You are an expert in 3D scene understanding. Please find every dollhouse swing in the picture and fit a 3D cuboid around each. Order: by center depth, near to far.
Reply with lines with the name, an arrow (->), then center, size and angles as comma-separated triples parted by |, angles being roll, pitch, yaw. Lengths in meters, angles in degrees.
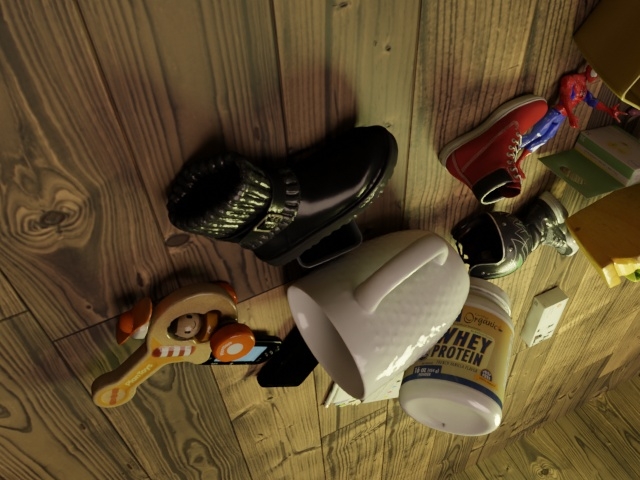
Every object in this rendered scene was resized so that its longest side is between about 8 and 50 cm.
dollhouse swing -> 0.827, 0.006, 1.455 | 0.347, 0.315, 0.305 | -32, 117, 16

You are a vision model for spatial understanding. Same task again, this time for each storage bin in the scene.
storage bin -> 0.000, 0.000, 1.213 | 0.135, 0.098, 0.091 | -23, 170, -14

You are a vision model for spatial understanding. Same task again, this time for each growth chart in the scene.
growth chart -> 0.117, 0.446, 1.839 | 0.237, 0.021, 0.172 | -4, 134, -33

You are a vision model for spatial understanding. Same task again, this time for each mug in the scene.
mug -> 0.144, 0.108, 1.252 | 0.328, 0.276, 0.374 | -31, 161, -19

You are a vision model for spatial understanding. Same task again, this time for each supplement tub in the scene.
supplement tub -> 0.323, 0.263, 1.423 | 0.228, 0.316, 0.228 | 14, 146, 10

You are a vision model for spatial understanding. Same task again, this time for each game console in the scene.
game console -> -0.132, 0.271, 1.445 | 0.361, 0.044, 0.213 | 11, 125, -42

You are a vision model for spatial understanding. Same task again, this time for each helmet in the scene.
helmet -> 0.416, 0.010, 1.461 | 0.162, 0.169, 0.169 | -30, 146, 22

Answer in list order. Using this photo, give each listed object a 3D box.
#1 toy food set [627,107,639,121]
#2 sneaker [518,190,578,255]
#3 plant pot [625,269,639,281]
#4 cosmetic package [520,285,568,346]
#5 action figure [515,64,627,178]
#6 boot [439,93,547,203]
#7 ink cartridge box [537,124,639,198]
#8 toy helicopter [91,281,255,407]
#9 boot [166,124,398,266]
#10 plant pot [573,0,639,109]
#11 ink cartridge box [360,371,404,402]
toy food set -> 0.764, -0.332, 1.452 | 0.078, 0.019, 0.122 | -32, 143, -2
sneaker -> 0.581, -0.010, 1.615 | 0.153, 0.101, 0.268 | -38, 137, 7
plant pot -> 0.991, 0.000, 1.777 | 0.227, 0.228, 0.207 | -10, 174, -45
cosmetic package -> 0.755, 0.262, 2.071 | 0.099, 0.060, 0.239 | -23, 142, -15
action figure -> 0.513, -0.234, 1.288 | 0.091, 0.139, 0.280 | 5, 126, -41
boot -> 0.385, -0.176, 1.219 | 0.244, 0.176, 0.088 | -35, 141, 0
ink cartridge box -> 0.646, -0.186, 1.403 | 0.235, 0.171, 0.056 | -14, 135, -24
toy helicopter -> -0.317, 0.203, 1.162 | 0.355, 0.140, 0.235 | -40, 141, 13
boot -> -0.055, -0.101, 1.015 | 0.348, 0.131, 0.260 | -43, 142, 13
plant pot -> 0.617, -0.378, 1.155 | 0.212, 0.187, 0.212 | 7, 127, -41
ink cartridge box -> 0.191, 0.298, 1.607 | 0.233, 0.168, 0.171 | 3, 129, -39
